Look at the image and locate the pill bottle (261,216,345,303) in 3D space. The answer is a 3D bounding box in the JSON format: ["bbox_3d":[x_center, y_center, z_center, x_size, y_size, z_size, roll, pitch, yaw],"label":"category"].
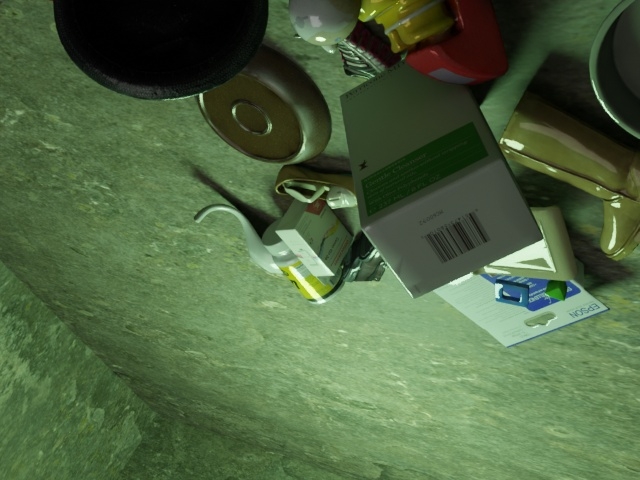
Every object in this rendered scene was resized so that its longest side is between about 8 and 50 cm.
[{"bbox_3d":[-0.040,0.045,1.673,0.119,0.119,0.208,-5,134,43],"label":"pill bottle"}]

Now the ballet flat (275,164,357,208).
[{"bbox_3d":[0.011,-0.101,1.465,0.232,0.073,0.080,13,146,24],"label":"ballet flat"}]

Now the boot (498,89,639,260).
[{"bbox_3d":[0.411,-0.102,1.133,0.270,0.089,0.236,26,143,9],"label":"boot"}]

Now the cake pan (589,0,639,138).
[{"bbox_3d":[0.500,-0.230,0.894,0.293,0.054,0.293,21,148,14],"label":"cake pan"}]

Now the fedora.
[{"bbox_3d":[-0.249,-0.368,1.149,0.334,0.334,0.152,31,180,-2],"label":"fedora"}]

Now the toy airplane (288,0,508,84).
[{"bbox_3d":[0.050,-0.364,0.855,0.384,0.272,0.386,37,169,27],"label":"toy airplane"}]

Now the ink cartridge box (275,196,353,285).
[{"bbox_3d":[0.000,0.000,1.579,0.067,0.115,0.198,-4,136,43],"label":"ink cartridge box"}]

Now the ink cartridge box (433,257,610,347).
[{"bbox_3d":[0.371,0.076,1.435,0.307,0.072,0.304,35,146,-11],"label":"ink cartridge box"}]

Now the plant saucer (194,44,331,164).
[{"bbox_3d":[-0.128,-0.254,1.384,0.311,0.050,0.310,22,149,14],"label":"plant saucer"}]

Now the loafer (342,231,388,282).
[{"bbox_3d":[0.129,0.021,1.539,0.095,0.109,0.302,13,157,-10],"label":"loafer"}]

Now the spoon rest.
[{"bbox_3d":[-0.177,-0.007,1.742,0.276,0.084,0.137,35,179,-18],"label":"spoon rest"}]

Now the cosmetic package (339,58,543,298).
[{"bbox_3d":[0.155,-0.116,1.008,0.197,0.365,0.155,-28,125,15],"label":"cosmetic package"}]

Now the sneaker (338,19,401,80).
[{"bbox_3d":[0.051,-0.308,1.140,0.170,0.063,0.075,34,143,-17],"label":"sneaker"}]

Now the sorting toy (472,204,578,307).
[{"bbox_3d":[0.342,-0.005,1.245,0.196,0.047,0.347,0,138,34],"label":"sorting toy"}]
